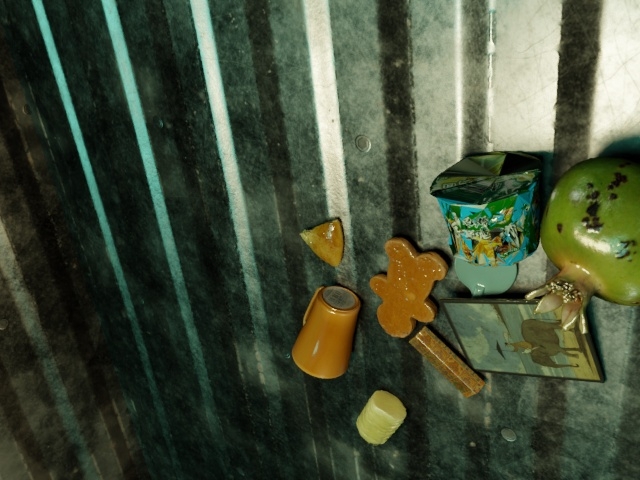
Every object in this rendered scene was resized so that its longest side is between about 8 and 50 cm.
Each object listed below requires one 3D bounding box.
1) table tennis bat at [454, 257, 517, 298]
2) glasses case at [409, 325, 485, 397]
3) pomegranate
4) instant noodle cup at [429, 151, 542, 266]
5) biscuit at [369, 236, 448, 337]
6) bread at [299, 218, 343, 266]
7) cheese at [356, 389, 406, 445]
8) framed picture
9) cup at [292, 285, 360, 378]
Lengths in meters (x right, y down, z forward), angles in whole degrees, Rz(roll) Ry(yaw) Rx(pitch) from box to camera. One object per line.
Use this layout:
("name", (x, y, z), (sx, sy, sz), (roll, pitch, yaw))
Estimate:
("table tennis bat", (0.398, 0.100, 1.473), (0.149, 0.038, 0.237), (17, 124, 22))
("glasses case", (0.345, 0.330, 1.637), (0.218, 0.049, 0.075), (44, 160, 11))
("pomegranate", (0.523, -0.003, 1.099), (0.291, 0.323, 0.291), (48, 155, 31))
("instant noodle cup", (0.366, -0.061, 1.282), (0.240, 0.240, 0.178), (5, 125, 38))
("biscuit", (0.230, 0.137, 1.625), (0.205, 0.049, 0.324), (27, 129, 26))
("bread", (0.018, 0.017, 1.727), (0.154, 0.054, 0.136), (-14, 108, 46))
("cheese", (0.187, 0.558, 1.880), (0.123, 0.094, 0.167), (39, 134, 17))
("framed picture", (0.484, 0.240, 1.461), (0.347, 0.016, 0.265), (-3, 126, 41))
("cup", (0.017, 0.261, 1.814), (0.226, 0.182, 0.264), (56, 139, 46))
